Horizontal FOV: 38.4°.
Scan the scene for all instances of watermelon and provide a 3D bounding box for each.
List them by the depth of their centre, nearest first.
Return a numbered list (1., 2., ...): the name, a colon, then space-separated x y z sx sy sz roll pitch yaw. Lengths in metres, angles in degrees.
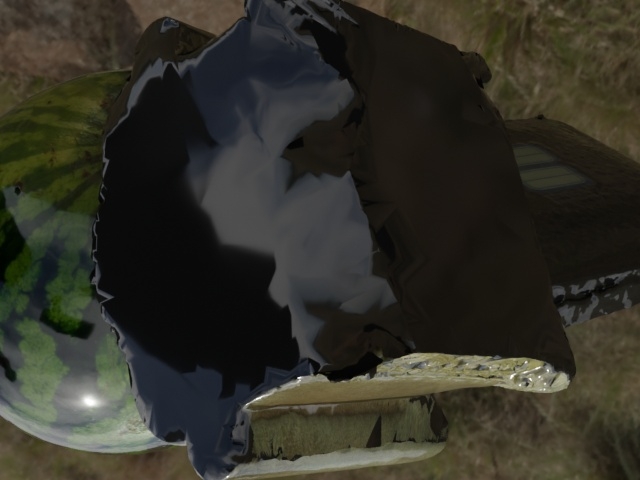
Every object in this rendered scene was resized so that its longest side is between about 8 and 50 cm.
1. watermelon: -0.140 0.014 0.681 0.285 0.285 0.285 20 147 14

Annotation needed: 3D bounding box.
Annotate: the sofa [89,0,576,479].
1. sofa: 0.000 0.000 0.535 0.200 0.258 0.182 7 153 -44

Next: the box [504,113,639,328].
1. box: 0.244 -0.033 1.030 0.350 0.359 0.091 44 139 49
